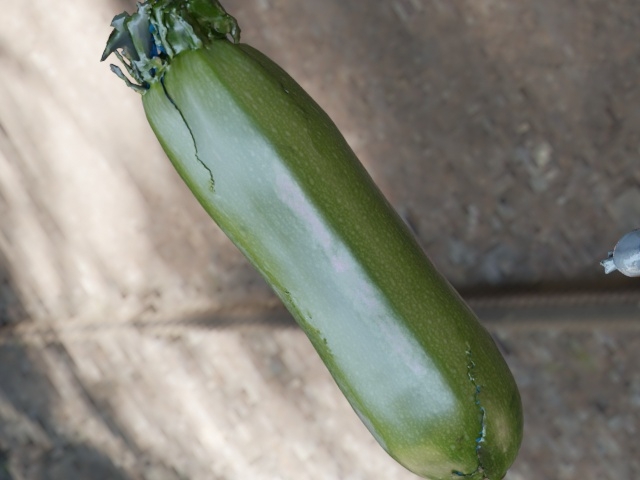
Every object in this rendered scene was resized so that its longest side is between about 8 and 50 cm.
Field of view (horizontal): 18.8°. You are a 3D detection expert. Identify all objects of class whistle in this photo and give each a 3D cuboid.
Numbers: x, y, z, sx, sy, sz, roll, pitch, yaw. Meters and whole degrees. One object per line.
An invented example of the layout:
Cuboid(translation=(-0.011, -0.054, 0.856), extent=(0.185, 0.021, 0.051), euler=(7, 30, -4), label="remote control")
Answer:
Cuboid(translation=(0.164, 0.003, 0.896), extent=(0.083, 0.033, 0.029), euler=(-6, 117, 60), label="whistle")

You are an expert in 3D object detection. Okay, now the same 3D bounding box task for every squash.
Cuboid(translation=(0.000, 0.000, 0.591), extent=(0.183, 0.052, 0.052), euler=(52, 162, -3), label="squash")
